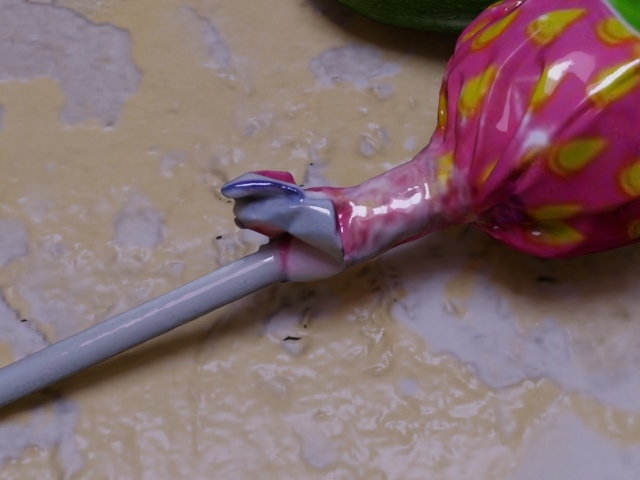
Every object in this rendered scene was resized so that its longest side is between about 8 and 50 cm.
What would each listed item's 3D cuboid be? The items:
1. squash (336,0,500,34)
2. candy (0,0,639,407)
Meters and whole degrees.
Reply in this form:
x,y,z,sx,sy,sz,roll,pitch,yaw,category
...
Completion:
x,y,z,sx,sy,sz,roll,pitch,yaw,category
0.172,-0.155,0.603,0.395,0.107,0.107,-4,55,14,squash
0.000,0.000,0.555,0.365,0.124,0.124,-24,59,-2,candy
